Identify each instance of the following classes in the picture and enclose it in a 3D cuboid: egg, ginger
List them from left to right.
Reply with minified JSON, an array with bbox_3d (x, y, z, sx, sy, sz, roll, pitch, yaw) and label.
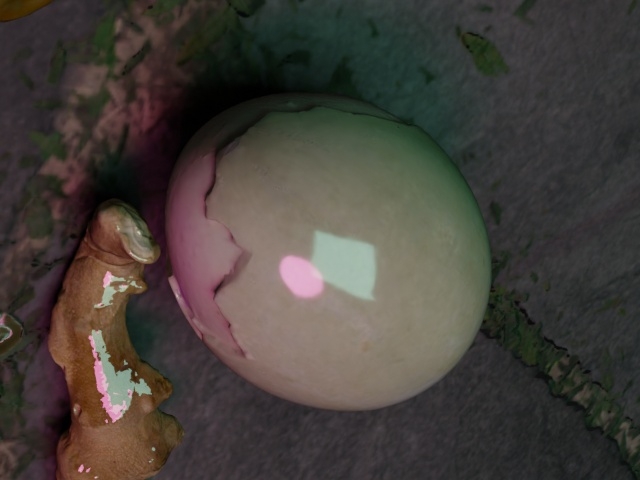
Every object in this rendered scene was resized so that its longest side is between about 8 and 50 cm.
[{"bbox_3d":[-0.124,0.093,0.847,0.089,0.075,0.288,1,122,-13],"label":"ginger"},{"bbox_3d":[0.000,0.000,0.807,0.183,0.183,0.217,-45,141,-6],"label":"egg"}]

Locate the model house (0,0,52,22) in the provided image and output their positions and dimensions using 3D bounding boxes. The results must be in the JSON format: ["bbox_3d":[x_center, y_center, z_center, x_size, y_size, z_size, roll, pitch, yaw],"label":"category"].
[{"bbox_3d":[-0.174,-0.193,0.588,0.268,0.173,0.239,-36,140,-7],"label":"model house"}]
